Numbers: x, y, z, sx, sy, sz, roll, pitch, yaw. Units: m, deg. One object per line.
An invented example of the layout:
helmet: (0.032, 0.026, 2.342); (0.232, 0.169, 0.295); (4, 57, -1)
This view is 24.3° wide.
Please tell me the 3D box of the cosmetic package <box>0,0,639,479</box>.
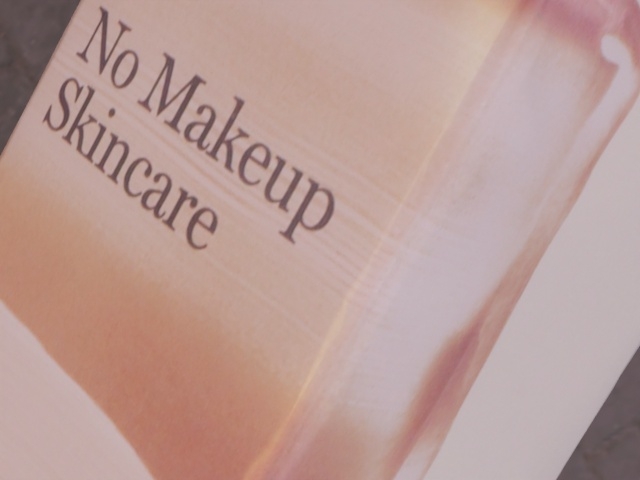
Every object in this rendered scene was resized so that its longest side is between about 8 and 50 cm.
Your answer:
cosmetic package: (0.000, 0.000, 0.425); (0.129, 0.153, 0.296); (19, 103, -50)
